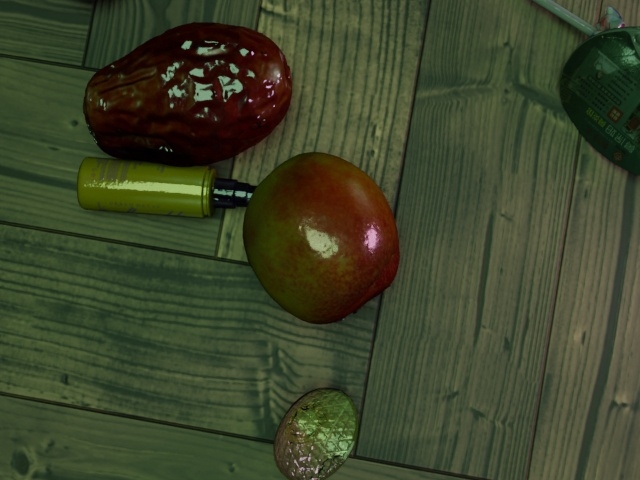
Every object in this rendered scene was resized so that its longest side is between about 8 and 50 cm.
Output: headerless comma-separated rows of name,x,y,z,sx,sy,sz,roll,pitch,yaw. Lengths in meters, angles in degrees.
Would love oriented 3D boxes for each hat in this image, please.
hat,-0.022,0.268,1.490,0.146,0.067,0.146,-11,110,-33

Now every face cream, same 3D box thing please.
face cream,-0.211,-0.073,1.512,0.273,0.078,0.078,4,86,3

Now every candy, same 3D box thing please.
candy,0.410,-0.284,1.495,0.365,0.124,0.124,37,88,16

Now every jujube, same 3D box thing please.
jujube,-0.185,-0.203,1.458,0.290,0.197,0.197,-10,85,11

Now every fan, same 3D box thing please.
fan,0.462,-0.199,1.417,0.012,0.294,0.223,-26,93,-40

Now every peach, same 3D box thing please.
peach,0.000,0.000,1.425,0.231,0.231,0.231,0,86,3
